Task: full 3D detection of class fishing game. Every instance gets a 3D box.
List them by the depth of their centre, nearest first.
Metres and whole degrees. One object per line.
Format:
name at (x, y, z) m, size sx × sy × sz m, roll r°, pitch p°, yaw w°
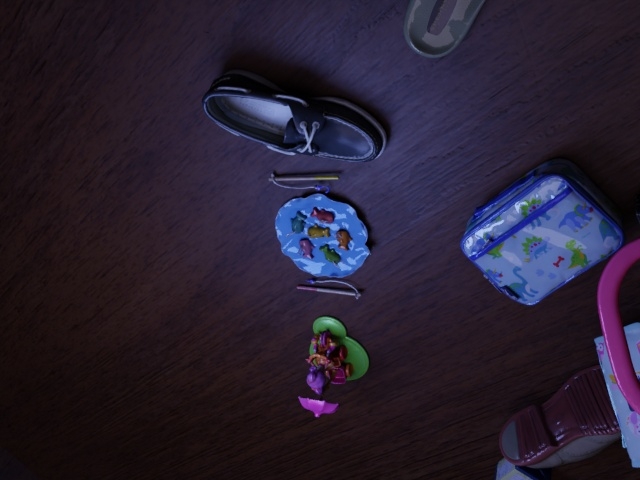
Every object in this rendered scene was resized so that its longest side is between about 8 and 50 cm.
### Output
fishing game at (0.000, 0.000, 1.219) m, size 0.189 × 0.041 × 0.264 m, roll 5°, pitch 125°, yaw 21°

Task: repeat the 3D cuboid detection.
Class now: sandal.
sandal at (0.190, -0.370, 0.860) m, size 0.120 × 0.086 × 0.302 m, roll 21°, pitch 128°, yaw 7°

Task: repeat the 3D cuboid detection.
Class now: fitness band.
fitness band at (0.509, 0.128, 0.930) m, size 0.209 × 0.054 × 0.290 m, roll -14°, pitch 83°, yaw 22°

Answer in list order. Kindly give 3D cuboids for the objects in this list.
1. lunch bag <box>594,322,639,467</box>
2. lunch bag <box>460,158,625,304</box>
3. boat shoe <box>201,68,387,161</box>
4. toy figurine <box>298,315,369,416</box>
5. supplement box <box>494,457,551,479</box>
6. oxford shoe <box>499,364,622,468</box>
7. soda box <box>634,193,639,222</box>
lunch bag at (0.574, 0.219, 1.018) m, size 0.262 × 0.223 × 0.160 m, roll -23°, pitch 157°, yaw 30°
lunch bag at (0.343, -0.012, 1.048) m, size 0.176 × 0.090 × 0.219 m, roll 44°, pitch 126°, yaw -8°
boat shoe at (-0.045, -0.185, 1.075) m, size 0.303 × 0.091 × 0.114 m, roll 17°, pitch 127°, yaw 10°
toy figurine at (0.010, 0.265, 1.321) m, size 0.130 × 0.159 × 0.173 m, roll -4°, pitch 121°, yaw 23°
supplement box at (0.420, 0.488, 1.379) m, size 0.083 × 0.056 × 0.083 m, roll 32°, pitch 128°, yaw -2°
oxford shoe at (0.502, 0.324, 1.222) m, size 0.130 × 0.123 × 0.348 m, roll 27°, pitch 132°, yaw -32°
soda box at (0.530, 0.005, 1.002) m, size 0.053 × 0.060 × 0.169 m, roll -21°, pitch 113°, yaw 32°
